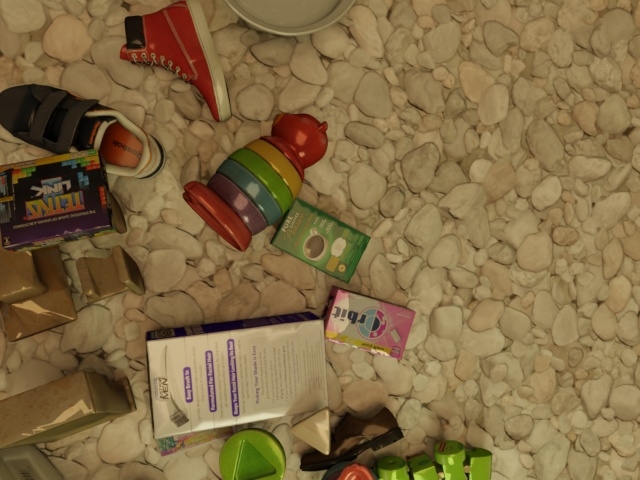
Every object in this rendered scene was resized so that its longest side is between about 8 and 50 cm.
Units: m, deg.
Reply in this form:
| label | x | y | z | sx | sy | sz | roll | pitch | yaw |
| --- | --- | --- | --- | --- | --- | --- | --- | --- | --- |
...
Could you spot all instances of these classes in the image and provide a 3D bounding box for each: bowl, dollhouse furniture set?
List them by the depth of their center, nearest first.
| label | x | y | z | sx | sy | sz | roll | pitch | yaw |
| --- | --- | --- | --- | --- | --- | --- | --- | --- | --- |
| dollhouse furniture set | -0.497 | 0.149 | 1.037 | 0.361 | 0.256 | 0.395 | -19 | 76 | -10 |
| bowl | -0.071 | -0.522 | 1.089 | 0.297 | 0.134 | 0.298 | -1 | 93 | -11 |

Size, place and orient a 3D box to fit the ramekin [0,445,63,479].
| label | x | y | z | sx | sy | sz | roll | pitch | yaw |
| --- | --- | --- | --- | --- | --- | --- | --- | --- | --- |
| ramekin | -0.550 | 0.462 | 0.984 | 0.135 | 0.277 | 0.277 | -40 | 100 | -14 |

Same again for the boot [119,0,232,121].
| label | x | y | z | sx | sy | sz | roll | pitch | yaw |
| --- | --- | --- | --- | --- | --- | --- | --- | --- | --- |
| boot | -0.277 | -0.323 | 1.086 | 0.176 | 0.088 | 0.245 | -20 | 89 | -9 |

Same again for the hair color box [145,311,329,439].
| label | x | y | z | sx | sy | sz | roll | pitch | yaw |
| --- | --- | --- | --- | --- | --- | --- | --- | --- | --- |
| hair color box | -0.161 | 0.254 | 1.115 | 0.338 | 0.110 | 0.185 | -4 | 94 | -19 |

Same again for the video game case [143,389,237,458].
| label | x | y | z | sx | sy | sz | roll | pitch | yaw |
| --- | --- | --- | --- | --- | --- | --- | --- | --- | --- |
| video game case | -0.264 | 0.351 | 1.158 | 0.157 | 0.019 | 0.143 | -15 | 96 | -11 |

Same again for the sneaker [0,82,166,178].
| label | x | y | z | sx | sy | sz | roll | pitch | yaw |
| --- | --- | --- | --- | --- | --- | --- | --- | --- | --- |
| sneaker | -0.442 | -0.206 | 1.039 | 0.320 | 0.127 | 0.126 | 18 | 91 | -10 |

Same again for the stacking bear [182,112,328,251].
| label | x | y | z | sx | sy | sz | roll | pitch | yaw |
| --- | --- | --- | --- | --- | --- | --- | --- | --- | --- |
| stacking bear | -0.104 | -0.134 | 1.099 | 0.164 | 0.175 | 0.289 | 46 | 77 | -8 |

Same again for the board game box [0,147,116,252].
| label | x | y | z | sx | sy | sz | roll | pitch | yaw |
| --- | --- | --- | --- | --- | --- | --- | --- | --- | --- |
| board game box | -0.439 | -0.066 | 0.944 | 0.170 | 0.048 | 0.141 | -13 | 76 | -8 |

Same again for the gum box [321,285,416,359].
| label | x | y | z | sx | sy | sz | roll | pitch | yaw |
| --- | --- | --- | --- | --- | --- | --- | --- | --- | --- |
| gum box | 0.092 | 0.171 | 1.195 | 0.188 | 0.062 | 0.107 | 17 | 89 | -12 |

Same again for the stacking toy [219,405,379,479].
| label | x | y | z | sx | sy | sz | roll | pitch | yaw |
| --- | --- | --- | --- | --- | --- | --- | --- | --- | --- |
| stacking toy | -0.041 | 0.476 | 1.133 | 0.308 | 0.130 | 0.280 | -21 | 86 | 8 |

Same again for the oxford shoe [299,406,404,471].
| label | x | y | z | sx | sy | sz | roll | pitch | yaw |
| --- | --- | --- | --- | --- | --- | --- | --- | --- | --- |
| oxford shoe | 0.054 | 0.419 | 1.206 | 0.227 | 0.083 | 0.096 | -23 | 71 | -5 |

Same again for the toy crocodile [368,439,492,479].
| label | x | y | z | sx | sy | sz | roll | pitch | yaw |
| --- | --- | --- | --- | --- | --- | --- | --- | --- | --- |
| toy crocodile | 0.213 | 0.507 | 1.228 | 0.340 | 0.105 | 0.115 | -12 | 96 | -6 |

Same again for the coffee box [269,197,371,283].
| label | x | y | z | sx | sy | sz | roll | pitch | yaw |
| --- | --- | --- | --- | --- | --- | --- | --- | --- | --- |
| coffee box | 0.000 | 0.000 | 1.179 | 0.184 | 0.040 | 0.113 | 26 | 87 | -12 |
